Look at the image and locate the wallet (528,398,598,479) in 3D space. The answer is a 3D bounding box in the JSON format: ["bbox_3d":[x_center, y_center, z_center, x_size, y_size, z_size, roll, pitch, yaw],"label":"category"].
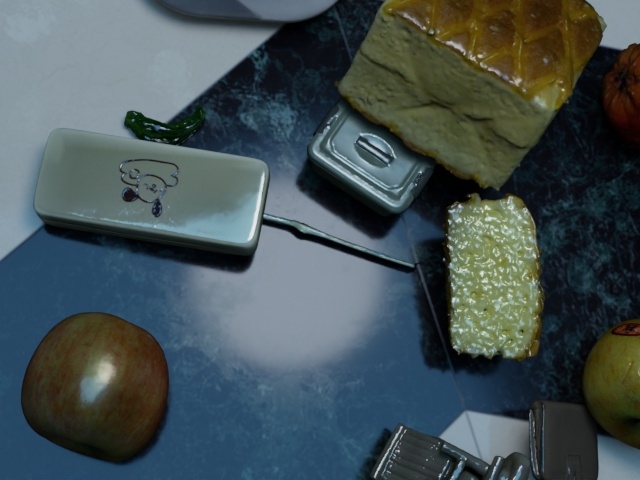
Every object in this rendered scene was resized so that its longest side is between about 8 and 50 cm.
[{"bbox_3d":[0.334,0.279,1.526,0.153,0.039,0.118,18,68,-47],"label":"wallet"}]

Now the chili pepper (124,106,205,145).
[{"bbox_3d":[-0.223,-0.162,1.601,0.118,0.035,0.055,-4,94,-4],"label":"chili pepper"}]

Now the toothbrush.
[{"bbox_3d":[0.002,-0.005,1.596,0.294,0.026,0.028,14,89,-3],"label":"toothbrush"}]

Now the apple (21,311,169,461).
[{"bbox_3d":[-0.286,0.186,1.434,0.188,0.188,0.174,18,71,-2],"label":"apple"}]

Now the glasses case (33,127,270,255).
[{"bbox_3d":[-0.232,-0.067,1.544,0.313,0.070,0.131,9,76,2],"label":"glasses case"}]

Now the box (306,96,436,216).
[{"bbox_3d":[0.070,-0.115,1.595,0.172,0.093,0.124,34,74,2],"label":"box"}]

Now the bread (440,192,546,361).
[{"bbox_3d":[0.232,0.049,1.551,0.143,0.139,0.229,0,91,-1],"label":"bread"}]

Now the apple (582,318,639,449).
[{"bbox_3d":[0.451,0.197,1.529,0.182,0.182,0.155,30,52,1],"label":"apple"}]

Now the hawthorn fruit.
[{"bbox_3d":[0.506,-0.214,1.648,0.179,0.173,0.173,-16,78,-37],"label":"hawthorn fruit"}]

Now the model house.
[{"bbox_3d":[0.149,0.355,1.481,0.188,0.122,0.229,26,78,2],"label":"model house"}]

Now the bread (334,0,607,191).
[{"bbox_3d":[0.213,-0.258,1.546,0.279,0.207,0.279,35,47,3],"label":"bread"}]

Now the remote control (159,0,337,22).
[{"bbox_3d":[-0.113,-0.429,1.642,0.332,0.103,0.221,2,74,-5],"label":"remote control"}]
